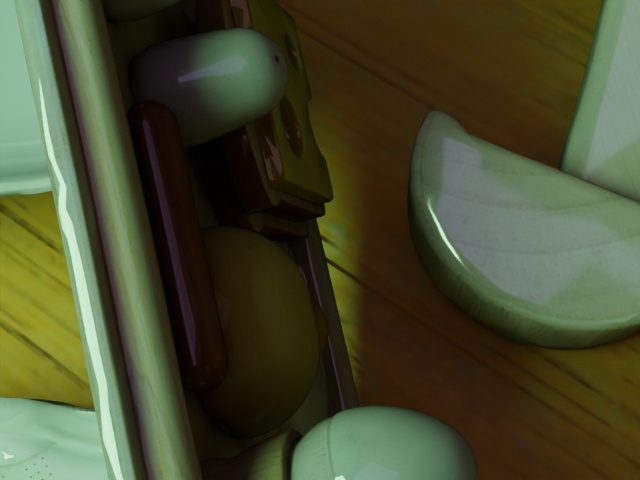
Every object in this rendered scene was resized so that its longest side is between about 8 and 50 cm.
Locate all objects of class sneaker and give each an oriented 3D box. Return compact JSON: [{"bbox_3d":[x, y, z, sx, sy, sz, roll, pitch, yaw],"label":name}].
[{"bbox_3d":[-0.120,0.115,0.528,0.212,0.080,0.094,5,83,9],"label":"sneaker"}]

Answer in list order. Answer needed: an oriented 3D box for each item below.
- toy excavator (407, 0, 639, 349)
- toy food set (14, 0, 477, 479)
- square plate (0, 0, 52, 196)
[{"bbox_3d":[0.115,-0.236,0.558,0.433,0.222,0.445,-41,78,-5],"label":"toy excavator"},{"bbox_3d":[0.000,0.000,0.436,0.092,0.220,0.306,-14,82,15],"label":"toy food set"},{"bbox_3d":[-0.196,-0.164,0.598,0.344,0.049,0.347,-6,68,30],"label":"square plate"}]
